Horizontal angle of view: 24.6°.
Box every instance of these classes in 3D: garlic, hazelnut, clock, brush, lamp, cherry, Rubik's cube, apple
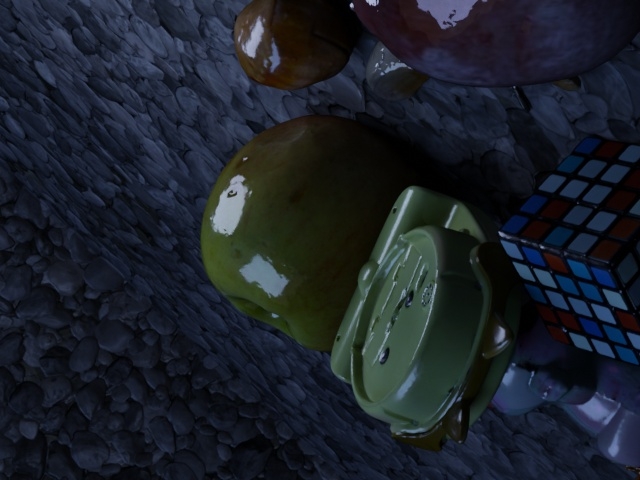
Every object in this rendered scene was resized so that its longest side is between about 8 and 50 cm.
[{"bbox_3d":[0.093,-0.208,1.836,0.084,0.066,0.152,40,157,1],"label":"garlic"},{"bbox_3d":[-0.032,-0.263,1.890,0.150,0.150,0.150,36,159,17],"label":"hazelnut"},{"bbox_3d":[0.135,0.106,1.798,0.117,0.286,0.348,19,-167,-18],"label":"clock"},{"bbox_3d":[0.228,-0.182,1.726,0.024,0.008,0.083,11,143,49],"label":"brush"},{"bbox_3d":[0.327,0.137,1.920,0.301,0.247,0.247,25,-159,0],"label":"lamp"},{"bbox_3d":[0.170,-0.256,1.341,0.221,0.308,0.261,-94,-19,-45],"label":"cherry"},{"bbox_3d":[0.343,0.013,1.655,0.187,0.184,0.182,14,146,50],"label":"Rubik's cube"},{"bbox_3d":[0.000,0.000,2.079,0.338,0.305,0.338,35,158,17],"label":"apple"}]

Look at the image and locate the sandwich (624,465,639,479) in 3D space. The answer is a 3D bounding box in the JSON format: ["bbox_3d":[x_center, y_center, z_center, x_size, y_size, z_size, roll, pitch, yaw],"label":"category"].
[{"bbox_3d":[0.541,0.353,2.108,0.160,0.109,0.185,61,163,7],"label":"sandwich"}]

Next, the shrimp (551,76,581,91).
[{"bbox_3d":[0.186,-0.224,1.588,0.219,0.046,0.152,39,-166,22],"label":"shrimp"}]
